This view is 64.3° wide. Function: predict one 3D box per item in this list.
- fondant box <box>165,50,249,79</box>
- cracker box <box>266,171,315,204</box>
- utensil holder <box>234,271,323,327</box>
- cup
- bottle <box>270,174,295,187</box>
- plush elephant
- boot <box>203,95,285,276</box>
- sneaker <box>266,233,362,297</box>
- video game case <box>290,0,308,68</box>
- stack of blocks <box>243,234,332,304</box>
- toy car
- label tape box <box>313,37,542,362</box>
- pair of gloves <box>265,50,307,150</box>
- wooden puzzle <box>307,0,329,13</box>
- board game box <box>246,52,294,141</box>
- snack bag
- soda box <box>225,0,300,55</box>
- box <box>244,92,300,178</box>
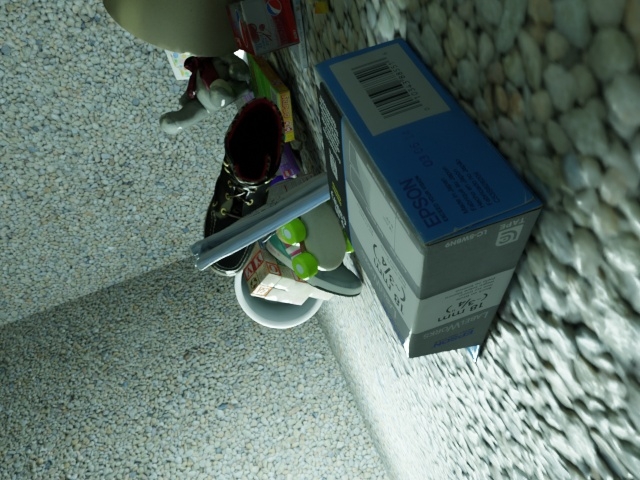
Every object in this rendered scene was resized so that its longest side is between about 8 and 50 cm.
[{"bbox_3d":[-0.350,-0.638,1.482,0.330,0.238,0.096,81,-175,-55],"label":"fondant box"},{"bbox_3d":[-0.119,-0.098,1.366,0.156,0.232,0.067,115,135,-79],"label":"cracker box"},{"bbox_3d":[-0.160,0.133,1.963,0.385,0.327,0.328,-154,44,-82],"label":"utensil holder"},{"bbox_3d":[-0.282,-0.591,1.080,0.331,0.331,0.237,65,146,30],"label":"cup"},{"bbox_3d":[-0.111,-0.146,1.617,0.283,0.118,0.092,-129,19,-64],"label":"bottle"},{"bbox_3d":[-0.304,-0.485,1.368,0.272,0.330,0.255,-12,114,43],"label":"plush elephant"},{"bbox_3d":[-0.172,-0.115,1.136,0.284,0.138,0.377,148,139,-76],"label":"boot"},{"bbox_3d":[0.000,0.000,1.256,0.295,0.124,0.178,31,119,27],"label":"sneaker"},{"bbox_3d":[-0.056,-0.410,0.910,0.166,0.015,0.119,81,167,-58],"label":"video game case"},{"bbox_3d":[-0.073,0.087,1.427,0.297,0.087,0.171,18,-145,-40],"label":"stack of blocks"},{"bbox_3d":[-0.040,-0.012,1.076,0.188,0.155,0.149,3,116,51],"label":"toy car"},{"bbox_3d":[0.095,-0.006,0.572,0.334,0.106,0.241,80,167,-55],"label":"label tape box"},{"bbox_3d":[-0.095,-0.340,1.280,0.204,0.042,0.240,-143,32,-76],"label":"pair of gloves"},{"bbox_3d":[-0.014,-0.374,0.714,0.078,0.014,0.116,-143,32,-68],"label":"wooden puzzle"},{"bbox_3d":[-0.123,-0.351,1.212,0.124,0.039,0.259,86,159,-43],"label":"board game box"},{"bbox_3d":[-0.085,-0.050,0.901,0.037,0.323,0.342,62,174,-9],"label":"snack bag"},{"bbox_3d":[-0.114,-0.405,0.951,0.263,0.083,0.092,-123,15,-63],"label":"soda box"},{"bbox_3d":[-0.149,-0.325,1.515,0.293,0.057,0.201,-119,4,-60],"label":"box"}]
